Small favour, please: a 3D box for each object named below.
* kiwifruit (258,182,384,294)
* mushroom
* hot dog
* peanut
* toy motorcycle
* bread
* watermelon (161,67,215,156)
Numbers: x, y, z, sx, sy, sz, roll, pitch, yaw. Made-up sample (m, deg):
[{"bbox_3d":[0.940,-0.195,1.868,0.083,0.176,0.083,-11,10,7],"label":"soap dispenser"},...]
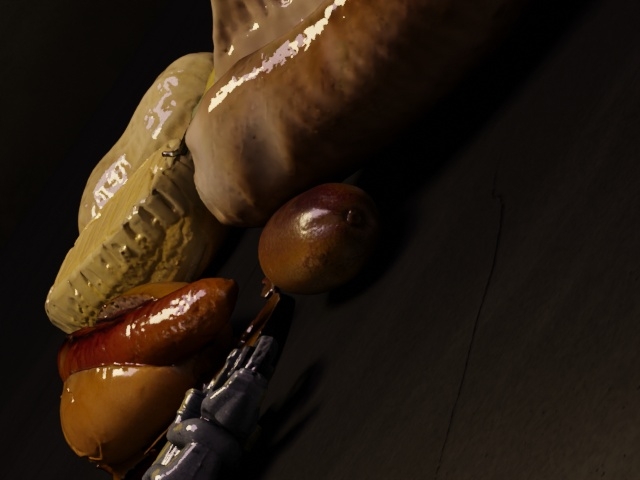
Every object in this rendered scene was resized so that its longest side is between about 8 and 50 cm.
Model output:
[{"bbox_3d":[0.000,0.000,1.405,0.124,0.075,0.075,-25,34,56],"label":"kiwifruit"},{"bbox_3d":[0.051,-0.187,1.436,0.224,0.313,0.397,-18,-60,-59],"label":"mushroom"},{"bbox_3d":[-0.139,0.090,1.606,0.326,0.107,0.194,-40,20,48],"label":"hot dog"},{"bbox_3d":[-0.176,-0.083,2.158,0.274,0.111,0.125,-56,28,14],"label":"peanut"},{"bbox_3d":[-0.087,0.154,1.367,0.193,0.061,0.124,-56,6,29],"label":"toy motorcycle"},{"bbox_3d":[-0.171,0.010,1.902,0.236,0.106,0.140,-43,17,42],"label":"bread"},{"bbox_3d":[-0.021,-0.153,1.711,0.232,0.127,0.204,-58,14,-14],"label":"watermelon"}]
